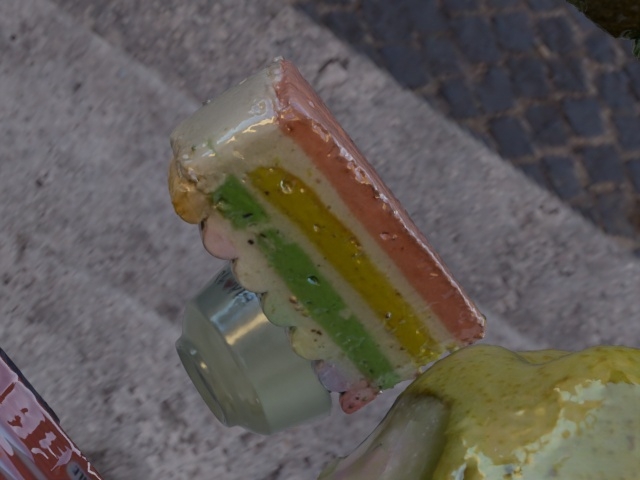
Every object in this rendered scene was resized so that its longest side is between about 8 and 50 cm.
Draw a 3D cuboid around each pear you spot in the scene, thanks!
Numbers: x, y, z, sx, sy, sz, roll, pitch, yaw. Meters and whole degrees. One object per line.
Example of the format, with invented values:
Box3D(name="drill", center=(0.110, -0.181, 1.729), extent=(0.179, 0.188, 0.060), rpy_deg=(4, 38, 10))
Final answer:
Box3D(name="pear", center=(0.124, 0.178, 0.885), extent=(0.271, 0.271, 0.271), rpy_deg=(9, 68, -24))

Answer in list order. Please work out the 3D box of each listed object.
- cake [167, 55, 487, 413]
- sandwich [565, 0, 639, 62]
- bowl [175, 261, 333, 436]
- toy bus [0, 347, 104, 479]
Box3D(name="cake", center=(0.000, 0.004, 1.051), extent=(0.109, 0.090, 0.225), rpy_deg=(-36, 98, 7))
Box3D(name="sandwich", center=(0.184, -0.188, 0.858), extent=(0.109, 0.185, 0.160), rpy_deg=(24, 19, -17))
Box3D(name="bowl", center=(-0.086, 0.133, 1.905), extent=(0.112, 0.211, 0.211), rpy_deg=(-32, 88, -12))
Box3D(name="toy bus", center=(-0.247, 0.165, 0.951), extent=(0.427, 0.203, 0.233), rpy_deg=(54, 52, -21))
